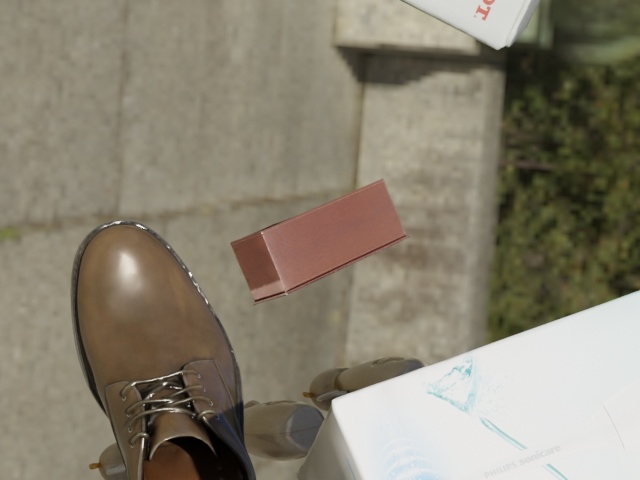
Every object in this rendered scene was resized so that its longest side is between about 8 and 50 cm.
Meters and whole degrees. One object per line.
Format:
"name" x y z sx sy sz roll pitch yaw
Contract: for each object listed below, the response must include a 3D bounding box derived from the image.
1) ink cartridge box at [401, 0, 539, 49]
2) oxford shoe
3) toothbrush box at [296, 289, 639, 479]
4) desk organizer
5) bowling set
"ink cartridge box" 0.078 -0.249 1.248 0.153 0.208 0.087 -65 170 23
"oxford shoe" -0.075 0.087 0.928 0.096 0.083 0.227 103 -33 -72
"toothbrush box" 0.167 0.132 0.754 0.126 0.295 0.216 108 -38 -67
"desk organizer" 0.000 0.000 1.332 0.130 0.047 0.050 -24 93 -37
"bowling set" -0.032 0.216 1.420 0.154 0.287 0.200 -13 -91 59
